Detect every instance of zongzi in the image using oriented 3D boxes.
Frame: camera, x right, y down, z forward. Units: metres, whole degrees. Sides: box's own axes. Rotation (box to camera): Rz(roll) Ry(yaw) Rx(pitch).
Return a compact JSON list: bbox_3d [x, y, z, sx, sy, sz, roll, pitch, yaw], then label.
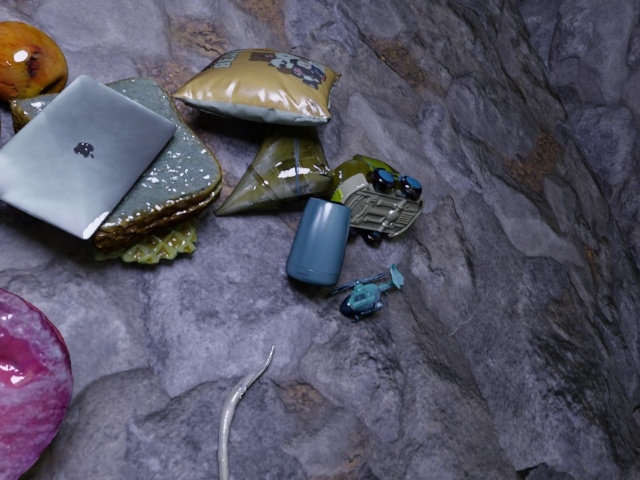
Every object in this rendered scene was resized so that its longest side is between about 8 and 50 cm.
[{"bbox_3d":[-0.128,-0.184,1.022,0.274,0.125,0.251,-16,61,-4],"label":"zongzi"}]

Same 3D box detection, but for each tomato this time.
[{"bbox_3d":[-0.510,0.215,0.567,0.290,0.176,0.335,47,55,-35],"label":"tomato"}]

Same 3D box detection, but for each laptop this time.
[{"bbox_3d":[-0.379,-0.143,0.719,0.187,0.015,0.269,27,58,-6],"label":"laptop"}]

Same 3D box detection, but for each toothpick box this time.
[{"bbox_3d":[0.000,0.000,0.974,0.120,0.120,0.184,12,94,-30],"label":"toothpick box"}]

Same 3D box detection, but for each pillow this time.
[{"bbox_3d":[-0.116,-0.339,0.972,0.312,0.119,0.310,8,39,2],"label":"pillow"}]

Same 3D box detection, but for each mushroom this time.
[{"bbox_3d":[-0.152,0.337,0.838,0.068,0.043,0.306,36,53,-38],"label":"mushroom"}]

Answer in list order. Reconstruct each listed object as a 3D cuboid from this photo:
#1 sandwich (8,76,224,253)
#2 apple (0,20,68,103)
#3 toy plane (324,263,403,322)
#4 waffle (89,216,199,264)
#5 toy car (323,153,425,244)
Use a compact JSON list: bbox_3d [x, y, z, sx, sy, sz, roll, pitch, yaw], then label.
[{"bbox_3d":[-0.344,-0.151,0.806,0.271,0.099,0.301,-32,77,-31],"label":"sandwich"},{"bbox_3d":[-0.515,-0.300,0.772,0.146,0.146,0.146,13,66,-29],"label":"apple"},{"bbox_3d":[0.121,0.130,1.088,0.235,0.060,0.096,-17,69,-33],"label":"toy plane"},{"bbox_3d":[-0.335,-0.053,0.852,0.207,0.054,0.214,-4,68,-31],"label":"waffle"},{"bbox_3d":[0.119,-0.126,1.125,0.247,0.204,0.198,8,44,-32],"label":"toy car"}]
